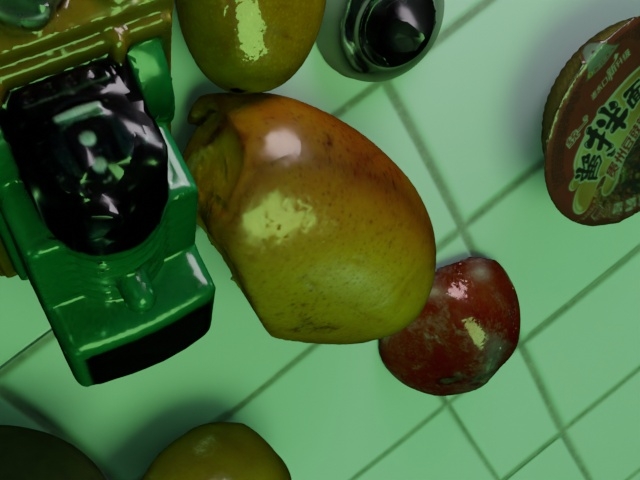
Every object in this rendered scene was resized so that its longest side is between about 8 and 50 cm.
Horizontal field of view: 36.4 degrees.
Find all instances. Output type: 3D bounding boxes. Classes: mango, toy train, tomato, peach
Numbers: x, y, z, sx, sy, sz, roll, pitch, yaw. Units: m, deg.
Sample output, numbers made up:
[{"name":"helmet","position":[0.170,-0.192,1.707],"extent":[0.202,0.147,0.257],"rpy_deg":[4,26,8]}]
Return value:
[{"name":"mango","position":[0.000,0.000,0.950],"extent":[0.350,0.199,0.201],"rpy_deg":[36,58,-41]},{"name":"mango","position":[-0.053,-0.235,0.817],"extent":[0.136,0.099,0.227],"rpy_deg":[4,110,-29]},{"name":"toy train","position":[-0.178,-0.042,0.714],"extent":[0.178,0.249,0.429],"rpy_deg":[-24,165,-16]},{"name":"tomato","position":[0.173,0.118,1.192],"extent":[0.189,0.099,0.173],"rpy_deg":[-29,133,-10]},{"name":"peach","position":[-0.131,0.323,1.078],"extent":[0.251,0.153,0.251],"rpy_deg":[-40,148,-31]}]

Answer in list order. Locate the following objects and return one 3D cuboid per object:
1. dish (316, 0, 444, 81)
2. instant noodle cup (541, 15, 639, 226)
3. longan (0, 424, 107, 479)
[{"name":"dish","position":[0.072,-0.205,0.925],"extent":[0.141,0.078,0.141],"rpy_deg":[-16,127,-22]},{"name":"instant noodle cup","position":[0.339,-0.155,1.115],"extent":[0.274,0.091,0.274],"rpy_deg":[-16,128,-22]},{"name":"longan","position":[-0.314,0.301,0.926],"extent":[0.258,0.258,0.258],"rpy_deg":[-16,127,-22]}]
